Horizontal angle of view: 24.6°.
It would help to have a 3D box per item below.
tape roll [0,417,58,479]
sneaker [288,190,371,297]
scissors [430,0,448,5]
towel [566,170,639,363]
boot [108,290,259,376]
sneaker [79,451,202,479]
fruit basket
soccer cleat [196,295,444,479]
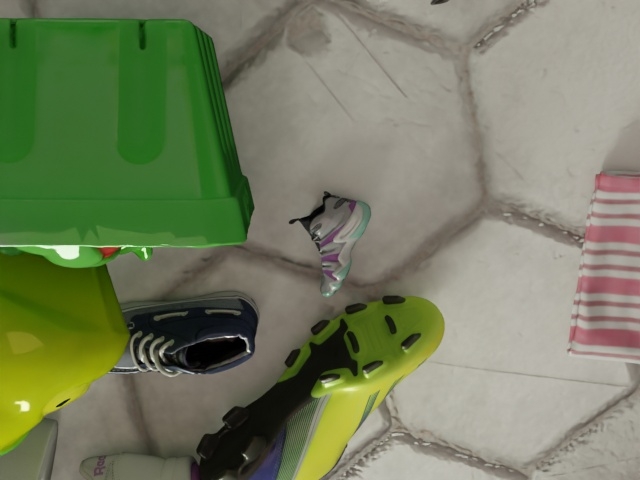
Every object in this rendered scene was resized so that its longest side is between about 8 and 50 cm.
[{"bbox_3d":[-0.354,0.271,1.369,0.169,0.246,0.246,12,110,-4],"label":"tape roll"},{"bbox_3d":[0.000,0.000,1.385,0.069,0.038,0.098,20,99,-6],"label":"sneaker"},{"bbox_3d":[0.219,-0.306,1.285,0.297,0.021,0.109,-21,112,8],"label":"scissors"},{"bbox_3d":[0.319,0.031,1.403,0.144,0.029,0.197,5,110,-2],"label":"towel"},{"bbox_3d":[-0.152,0.097,1.390,0.190,0.086,0.069,-15,110,5],"label":"boot"},{"bbox_3d":[-0.200,0.357,1.467,0.152,0.114,0.305,8,90,3],"label":"sneaker"},{"bbox_3d":[-0.197,0.005,1.206,0.283,0.392,0.392,1,110,-1],"label":"fruit basket"},{"bbox_3d":[0.009,0.160,1.430,0.289,0.093,0.121,-40,136,8],"label":"soccer cleat"}]
